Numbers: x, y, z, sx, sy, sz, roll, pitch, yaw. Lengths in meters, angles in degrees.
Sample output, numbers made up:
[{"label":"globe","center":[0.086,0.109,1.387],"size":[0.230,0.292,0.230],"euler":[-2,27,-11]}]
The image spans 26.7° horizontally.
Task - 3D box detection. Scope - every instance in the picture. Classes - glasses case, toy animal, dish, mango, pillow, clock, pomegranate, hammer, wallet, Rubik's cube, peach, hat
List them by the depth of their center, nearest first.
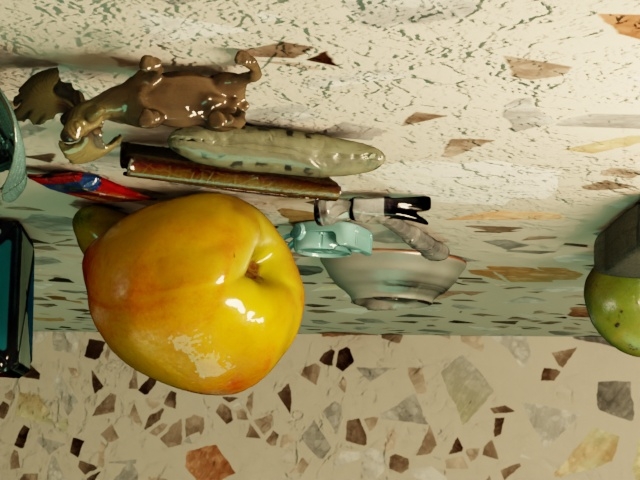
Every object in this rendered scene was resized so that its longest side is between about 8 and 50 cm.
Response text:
[{"label":"toy animal","center":[-0.171,-0.121,1.260],"size":[0.214,0.093,0.186],"euler":[-2,-179,-22]},{"label":"hat","center":[-0.336,-0.102,1.297],"size":[0.078,0.138,0.191],"euler":[-28,177,-15]},{"label":"pillow","center":[-0.050,-0.099,1.488],"size":[0.241,0.051,0.093],"euler":[4,-178,-10]},{"label":"wallet","center":[-0.107,-0.077,1.552],"size":[0.243,0.039,0.133],"euler":[5,-169,-14]},{"label":"glasses case","center":[0.471,0.000,1.858],"size":[0.131,0.074,0.323],"euler":[2,171,0]},{"label":"peach","center":[-0.181,0.075,1.880],"size":[0.308,0.288,0.289],"euler":[-20,160,33]},{"label":"hammer","center":[0.118,-0.015,1.985],"size":[0.152,0.044,0.427],"euler":[-1,171,16]},{"label":"mango","center":[-0.310,-0.002,2.024],"size":[0.111,0.089,0.163],"euler":[4,162,1]},{"label":"clock","center":[0.000,-0.001,2.075],"size":[0.147,0.045,0.108],"euler":[-2,168,26]},{"label":"pomegranate","center":[0.529,0.085,2.151],"size":[0.210,0.180,0.180],"euler":[-34,153,25]},{"label":"Rubik's cube","center":[-0.605,0.096,2.218],"size":[0.248,0.249,0.246],"euler":[2,171,-7]},{"label":"dish","center":[0.127,0.077,2.384],"size":[0.260,0.085,0.260],"euler":[3,171,1]}]

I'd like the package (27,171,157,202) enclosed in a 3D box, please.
[{"label":"package","center":[-0.309,-0.071,1.812],"size":[0.083,0.022,0.200],"euler":[-2,171,28]}]
